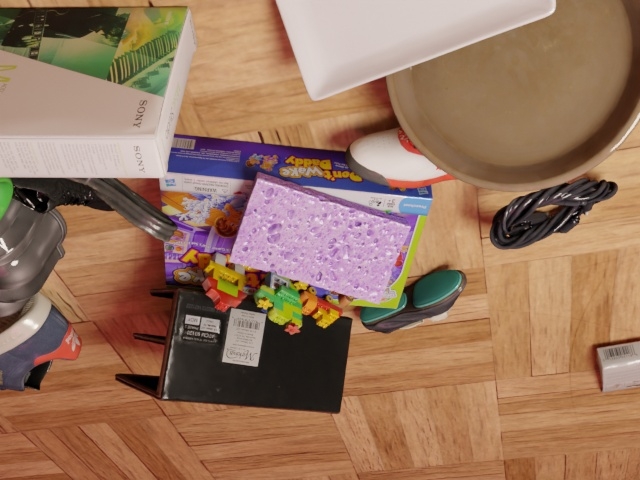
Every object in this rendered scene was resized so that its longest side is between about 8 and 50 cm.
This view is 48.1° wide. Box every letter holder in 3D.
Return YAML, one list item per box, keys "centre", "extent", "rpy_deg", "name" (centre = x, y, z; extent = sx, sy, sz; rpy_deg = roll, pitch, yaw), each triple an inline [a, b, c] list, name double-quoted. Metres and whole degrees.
- centre: [-0.139, 0.170, 1.120]
  extent: [0.301, 0.152, 0.214]
  rpy_deg: [14, 170, -33]
  name: "letter holder"

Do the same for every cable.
- centre: [-0.312, -0.082, 0.881]
  extent: [0.287, 0.139, 0.072]
  rpy_deg: [40, 86, -23]
  name: "cable"
- centre: [0.305, -0.035, 0.944]
  extent: [0.184, 0.047, 0.150]
  rpy_deg: [-3, 158, -41]
  name: "cable"

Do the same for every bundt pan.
- centre: [-0.540, 0.007, 1.010]
  extent: [0.330, 0.124, 0.331]
  rpy_deg: [1, 137, 1]
  name: "bundt pan"

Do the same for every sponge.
- centre: [0.000, 0.000, 0.909]
  extent: [0.210, 0.031, 0.117]
  rpy_deg: [17, 110, -14]
  name: "sponge"

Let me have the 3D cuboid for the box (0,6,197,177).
- centre: [-0.304, -0.161, 0.743]
  extent: [0.321, 0.232, 0.059]
  rpy_deg: [1, 138, 0]
  name: "box"

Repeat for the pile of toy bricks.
- centre: [-0.046, 0.078, 0.969]
  extent: [0.212, 0.105, 0.118]
  rpy_deg: [27, 131, -25]
  name: "pile of toy bricks"

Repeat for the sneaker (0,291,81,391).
- centre: [-0.559, 0.213, 1.223]
  extent: [0.350, 0.131, 0.148]
  rpy_deg: [-23, 128, 23]
  name: "sneaker"

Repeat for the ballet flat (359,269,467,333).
- centre: [0.156, 0.103, 1.135]
  extent: [0.203, 0.074, 0.074]
  rpy_deg: [-26, 131, 34]
  name: "ballet flat"

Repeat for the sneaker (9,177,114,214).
- centre: [-0.352, -0.062, 0.954]
  extent: [0.170, 0.089, 0.051]
  rpy_deg: [32, 129, -28]
  name: "sneaker"

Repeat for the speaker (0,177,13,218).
- centre: [-0.512, -0.108, 0.822]
  extent: [0.296, 0.131, 0.131]
  rpy_deg: [33, 132, -2]
  name: "speaker"

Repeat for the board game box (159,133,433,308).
- centre: [-0.041, -0.018, 1.002]
  extent: [0.346, 0.078, 0.233]
  rpy_deg: [5, 137, -4]
  name: "board game box"

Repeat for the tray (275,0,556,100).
- centre: [0.088, -0.254, 0.735]
  extent: [0.270, 0.030, 0.145]
  rpy_deg: [-15, 99, 24]
  name: "tray"

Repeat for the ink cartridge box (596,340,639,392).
- centre: [0.575, 0.223, 1.289]
  extent: [0.145, 0.045, 0.179]
  rpy_deg: [-14, 153, 14]
  name: "ink cartridge box"

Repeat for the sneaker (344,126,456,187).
- centre: [0.170, -0.140, 0.862]
  extent: [0.269, 0.090, 0.145]
  rpy_deg: [3, 136, -7]
  name: "sneaker"

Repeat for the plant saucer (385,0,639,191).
- centre: [0.206, -0.189, 0.756]
  extent: [0.277, 0.041, 0.278]
  rpy_deg: [6, 110, 17]
  name: "plant saucer"
